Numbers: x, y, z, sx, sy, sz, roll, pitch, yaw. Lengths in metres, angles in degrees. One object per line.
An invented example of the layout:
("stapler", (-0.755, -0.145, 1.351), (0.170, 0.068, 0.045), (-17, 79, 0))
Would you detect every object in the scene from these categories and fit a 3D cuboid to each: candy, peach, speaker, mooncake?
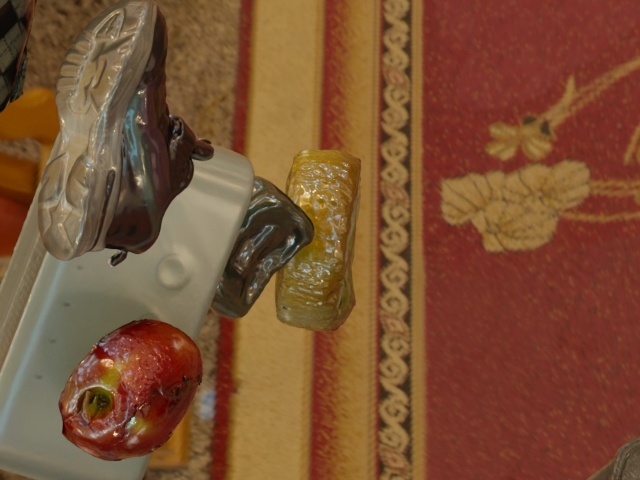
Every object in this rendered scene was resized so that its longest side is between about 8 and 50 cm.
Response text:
("candy", (0.000, 0.000, 1.637), (0.118, 0.260, 0.259), (5, 73, 0))
("peach", (-0.171, 0.145, 1.145), (0.092, 0.172, 0.127), (33, 117, 21))
("speaker", (-0.240, 0.064, 1.289), (0.183, 0.184, 0.406), (27, 96, 63))
("mooncake", (-0.096, 0.007, 1.457), (0.168, 0.104, 0.175), (-4, 56, 33))

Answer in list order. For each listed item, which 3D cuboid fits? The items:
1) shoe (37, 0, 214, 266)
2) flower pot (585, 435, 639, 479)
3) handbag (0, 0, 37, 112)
("shoe", (-0.111, -0.063, 0.742), (0.071, 0.099, 0.169), (12, 88, 50))
("flower pot", (0.335, 0.321, 1.359), (0.103, 0.229, 0.108), (45, 127, 11))
("handbag", (-0.428, -0.301, 1.027), (0.416, 0.316, 0.180), (32, 42, 5))
